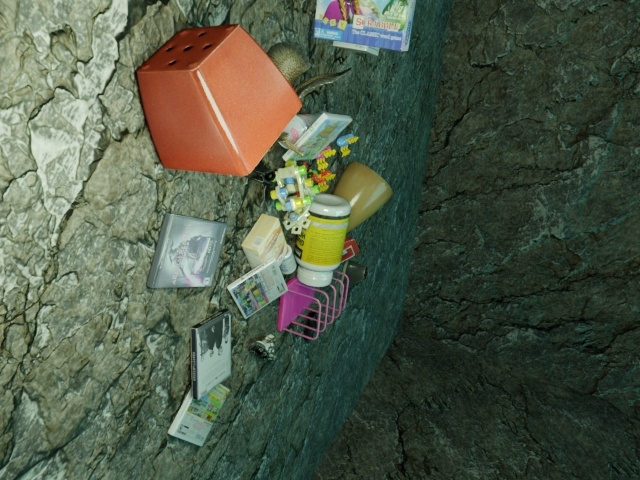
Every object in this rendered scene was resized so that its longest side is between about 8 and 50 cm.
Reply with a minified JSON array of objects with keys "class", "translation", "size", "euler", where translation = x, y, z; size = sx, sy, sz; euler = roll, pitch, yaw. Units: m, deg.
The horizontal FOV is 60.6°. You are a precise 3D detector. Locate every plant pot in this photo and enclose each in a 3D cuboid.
[{"class":"plant pot","translation":[-0.243,-0.327,1.228],"size":[0.267,0.267,0.236],"euler":[-59,143,-32]},{"class":"plant pot","translation":[0.140,-0.161,2.332],"size":[0.254,0.237,0.237],"euler":[-53,154,-12]}]

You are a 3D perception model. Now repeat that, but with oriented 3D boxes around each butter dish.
[{"class":"butter dish","translation":[0.075,0.025,2.434],"size":[0.160,0.118,0.160],"euler":[-28,153,0]}]

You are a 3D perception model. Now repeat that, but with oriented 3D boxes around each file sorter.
[{"class":"file sorter","translation":[-0.022,0.250,2.261],"size":[0.290,0.182,0.202],"euler":[-35,137,-57]}]

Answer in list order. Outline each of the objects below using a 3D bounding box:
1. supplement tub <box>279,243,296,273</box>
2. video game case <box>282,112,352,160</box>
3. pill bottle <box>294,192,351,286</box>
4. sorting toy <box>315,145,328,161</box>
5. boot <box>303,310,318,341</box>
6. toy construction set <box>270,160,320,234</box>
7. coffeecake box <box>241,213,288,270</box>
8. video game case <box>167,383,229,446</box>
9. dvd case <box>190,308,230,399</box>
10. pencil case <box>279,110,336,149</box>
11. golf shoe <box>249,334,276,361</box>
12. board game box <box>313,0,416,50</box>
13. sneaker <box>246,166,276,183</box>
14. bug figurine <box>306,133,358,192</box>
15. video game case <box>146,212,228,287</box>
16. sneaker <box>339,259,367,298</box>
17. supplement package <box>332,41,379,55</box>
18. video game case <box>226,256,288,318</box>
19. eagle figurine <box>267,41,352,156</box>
[{"class":"supplement tub","translation":[-0.131,0.068,2.014],"size":[0.071,0.071,0.107],"euler":[-60,154,-30]},{"class":"video game case","translation":[-0.006,-0.325,1.735],"size":[0.193,0.023,0.212],"euler":[-43,171,24]},{"class":"pill bottle","translation":[0.000,0.000,2.118],"size":[0.188,0.188,0.334],"euler":[-31,135,-59]},{"class":"sorting toy","translation":[0.010,-0.344,2.087],"size":[0.061,0.042,0.102],"euler":[-38,140,-55]},{"class":"boot","translation":[-0.045,0.386,2.493],"size":[0.121,0.045,0.099],"euler":[-60,158,-46]},{"class":"toy construction set","translation":[-0.076,-0.149,1.868],"size":[0.328,0.151,0.215],"euler":[76,6,-71]},{"class":"coffeecake box","translation":[-0.184,0.025,1.858],"size":[0.142,0.068,0.185],"euler":[-61,156,-29]},{"class":"video game case","translation":[-0.394,0.558,1.803],"size":[0.206,0.026,0.227],"euler":[-64,156,-21]},{"class":"dvd case","translation":[-0.343,0.356,1.732],"size":[0.179,0.029,0.239],"euler":[-27,123,-62]},{"class":"pencil case","translation":[-0.043,-0.372,1.843],"size":[0.273,0.124,0.113],"euler":[-29,113,-61]},{"class":"golf shoe","translation":[-0.213,0.393,2.072],"size":[0.198,0.077,0.094],"euler":[72,29,-66]},{"class":"board game box","translation":[0.144,-0.781,1.720],"size":[0.066,0.318,0.318],"euler":[-34,136,-57]},{"class":"sneaker","translation":[-0.172,-0.199,1.691],"size":[0.170,0.089,0.051],"euler":[-5,110,-67]},{"class":"bug figurine","translation":[0.022,-0.291,2.036],"size":[0.216,0.072,0.279],"euler":[-27,158,-47]},{"class":"video game case","translation":[-0.357,0.033,1.505],"size":[0.274,0.026,0.196],"euler":[9,98,-69]},{"class":"sneaker","translation":[0.168,0.215,2.780],"size":[0.083,0.118,0.222],"euler":[-41,142,-53]},{"class":"supplement package","translation":[0.151,-0.805,1.962],"size":[0.139,0.133,0.244],"euler":[-20,125,-63]},{"class":"video game case","translation":[-0.208,0.162,1.851],"size":[0.183,0.023,0.201],"euler":[-33,146,-14]},{"class":"eagle figurine","translation":[-0.081,-0.433,1.590],"size":[0.298,0.226,0.225],"euler":[-59,-159,5]}]
